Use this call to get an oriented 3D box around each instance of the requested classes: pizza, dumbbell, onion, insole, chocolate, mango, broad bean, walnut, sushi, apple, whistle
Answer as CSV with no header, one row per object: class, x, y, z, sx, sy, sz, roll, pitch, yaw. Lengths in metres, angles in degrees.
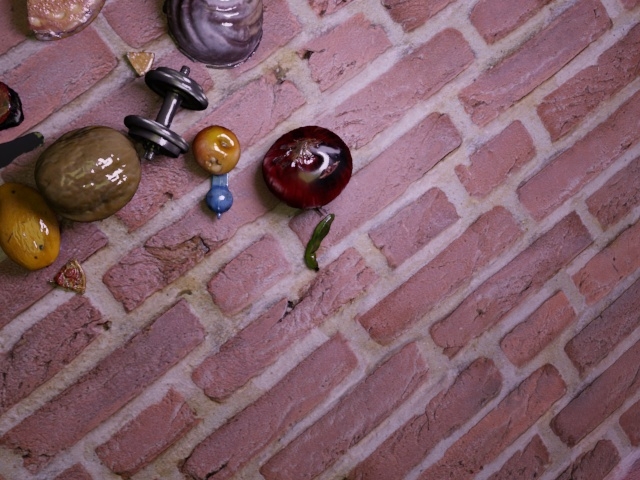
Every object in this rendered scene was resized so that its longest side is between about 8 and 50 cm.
pizza,-0.534,-0.532,1.390,0.078,0.025,0.083,31,85,-16
dumbbell,-0.432,-0.359,1.328,0.191,0.192,0.290,22,83,-12
onion,-0.035,-0.206,1.440,0.272,0.285,0.274,-4,60,7
insole,-0.880,-0.256,1.344,0.188,0.004,0.064,-29,99,-9
pizza,-0.728,0.118,1.385,0.100,0.029,0.099,-41,101,-6
chocolate,-0.298,-0.667,1.338,0.302,0.213,0.304,-1,92,-13
mango,-0.824,-0.042,1.315,0.157,0.109,0.262,-22,96,-6
broad bean,-0.008,0.001,1.518,0.061,0.046,0.196,13,95,-24
walnut,-0.626,-0.180,1.289,0.282,0.227,0.284,1,82,-8
pizza,-0.701,-0.685,1.317,0.305,0.085,0.161,-48,123,-3
sushi,-0.937,-0.353,1.272,0.224,0.126,0.137,-17,95,-16
apple,-0.304,-0.271,1.391,0.146,0.146,0.147,-1,93,-12
whistle,-0.307,-0.142,1.429,0.090,0.090,0.158,1,93,-12
